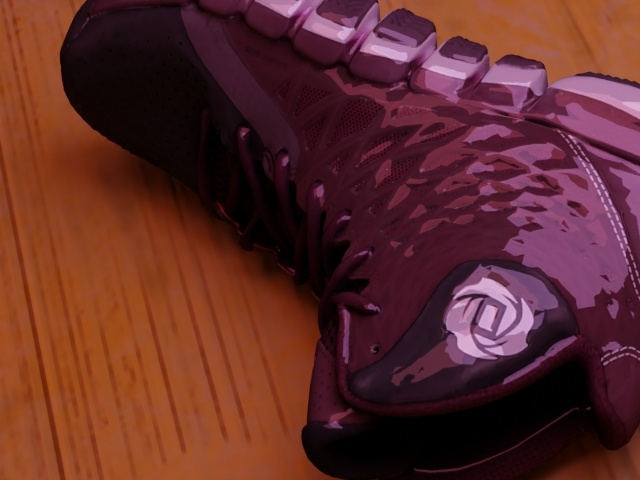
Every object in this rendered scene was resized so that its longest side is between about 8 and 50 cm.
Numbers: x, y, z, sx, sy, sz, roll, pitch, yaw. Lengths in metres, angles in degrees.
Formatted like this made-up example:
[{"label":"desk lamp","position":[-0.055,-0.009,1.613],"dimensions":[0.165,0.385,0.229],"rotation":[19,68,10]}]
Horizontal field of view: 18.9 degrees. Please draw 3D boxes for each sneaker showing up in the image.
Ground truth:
[{"label":"sneaker","position":[0.000,0.000,0.679],"dimensions":[0.281,0.106,0.162],"rotation":[15,57,24]}]
